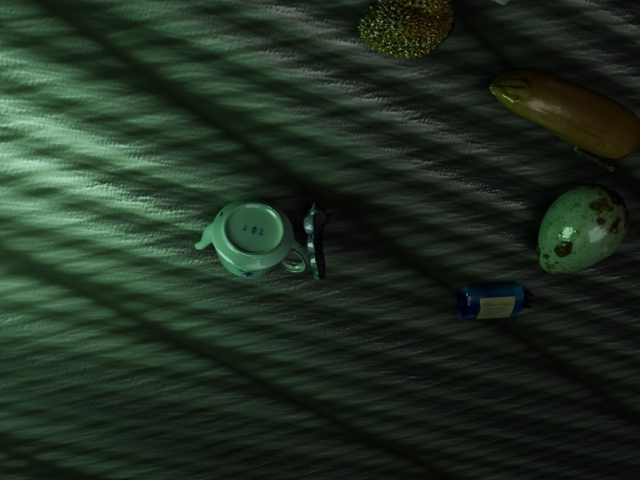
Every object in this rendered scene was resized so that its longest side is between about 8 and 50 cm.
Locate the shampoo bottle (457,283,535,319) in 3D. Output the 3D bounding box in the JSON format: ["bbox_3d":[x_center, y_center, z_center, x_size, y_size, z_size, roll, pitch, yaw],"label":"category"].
[{"bbox_3d":[0.421,0.146,1.660,0.183,0.050,0.087,-2,115,-14],"label":"shampoo bottle"}]

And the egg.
[{"bbox_3d":[0.575,-0.020,1.544,0.169,0.169,0.231,26,115,-26],"label":"egg"}]

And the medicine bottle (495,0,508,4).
[{"bbox_3d":[0.334,-0.546,1.241,0.115,0.078,0.219,18,112,-20],"label":"medicine bottle"}]

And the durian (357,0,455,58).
[{"bbox_3d":[0.159,-0.403,1.244,0.168,0.136,0.158,12,135,-12],"label":"durian"}]

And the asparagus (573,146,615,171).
[{"bbox_3d":[0.613,-0.183,1.554,0.127,0.018,0.015,21,145,-24],"label":"asparagus"}]

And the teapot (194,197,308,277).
[{"bbox_3d":[-0.135,0.011,1.388,0.232,0.159,0.158,14,114,-3],"label":"teapot"}]

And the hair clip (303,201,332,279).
[{"bbox_3d":[0.002,0.000,1.422,0.052,0.124,0.195,3,132,9],"label":"hair clip"}]

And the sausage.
[{"bbox_3d":[0.499,-0.265,1.410,0.354,0.134,0.116,16,137,-25],"label":"sausage"}]
